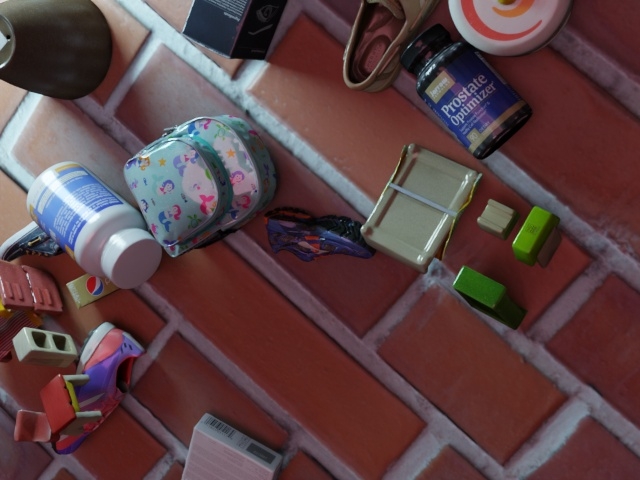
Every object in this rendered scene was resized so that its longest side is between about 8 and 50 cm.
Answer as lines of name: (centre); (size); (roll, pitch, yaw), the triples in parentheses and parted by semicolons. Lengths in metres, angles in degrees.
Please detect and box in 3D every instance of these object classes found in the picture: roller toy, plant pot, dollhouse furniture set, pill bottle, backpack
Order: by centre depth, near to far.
roller toy: (0.309, -0.392, 1.418); (0.209, 0.146, 0.191); (-1, 100, 19)
pill bottle: (0.239, -0.252, 1.479); (0.123, 0.123, 0.219); (-44, 81, 20)
dollhouse furniture set: (0.248, -0.011, 1.553); (0.301, 0.151, 0.198); (29, 87, 30)
backpack: (-0.219, -0.111, 1.638); (0.253, 0.191, 0.225); (-27, 89, 16)
plant pot: (-0.549, -0.373, 1.673); (0.215, 0.230, 0.216); (4, 101, 19)
pill bottle: (-0.429, -0.025, 1.694); (0.272, 0.152, 0.152); (38, 110, 31)
dollhouse furniture set: (-0.609, 0.246, 1.771); (0.201, 0.152, 0.374); (-41, 58, 20)

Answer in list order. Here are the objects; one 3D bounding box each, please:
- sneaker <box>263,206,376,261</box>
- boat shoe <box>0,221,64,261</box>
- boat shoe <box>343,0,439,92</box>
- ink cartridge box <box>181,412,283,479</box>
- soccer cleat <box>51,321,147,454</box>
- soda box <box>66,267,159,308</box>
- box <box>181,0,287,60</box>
sneaker: (0.000, 0.000, 1.641); (0.221, 0.083, 0.087); (14, 119, 20)
boat shoe: (-0.591, 0.012, 1.843); (0.183, 0.065, 0.083); (-35, 86, 20)
boat shoe: (0.133, -0.410, 1.495); (0.121, 0.110, 0.341); (24, 107, 14)
ink cartridge box: (-0.190, 0.488, 1.810); (0.189, 0.066, 0.232); (26, 128, 13)
soccer cleat: (-0.466, 0.327, 1.838); (0.116, 0.108, 0.318); (27, 105, 10)
soda box: (-0.423, 0.074, 1.799); (0.181, 0.061, 0.058); (-25, 91, 21)
box: (-0.136, -0.432, 1.561); (0.108, 0.153, 0.207); (29, 107, 13)
